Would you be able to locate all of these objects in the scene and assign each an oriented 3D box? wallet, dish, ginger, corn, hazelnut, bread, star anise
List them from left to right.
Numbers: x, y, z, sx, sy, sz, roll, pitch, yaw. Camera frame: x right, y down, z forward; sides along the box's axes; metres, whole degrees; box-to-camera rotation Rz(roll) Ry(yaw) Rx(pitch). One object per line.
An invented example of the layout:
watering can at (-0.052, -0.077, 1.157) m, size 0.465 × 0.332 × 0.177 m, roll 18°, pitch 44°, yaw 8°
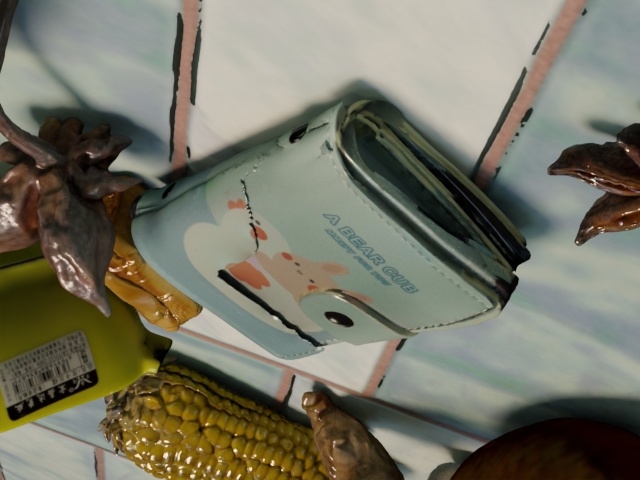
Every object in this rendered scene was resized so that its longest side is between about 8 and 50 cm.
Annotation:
dish at (-0.257, 0.043, 0.996) m, size 0.221 × 0.262 × 0.108 m, roll 42°, pitch 135°, yaw 49°
star anise at (-0.181, -0.066, 0.799) m, size 0.218 × 0.148 × 0.227 m, roll -32°, pitch 151°, yaw 6°
bread at (-0.134, 0.011, 0.976) m, size 0.053 × 0.074 × 0.132 m, roll -10°, pitch 144°, yaw 29°
corn at (-0.073, 0.215, 1.280) m, size 0.317 × 0.115 × 0.115 m, roll 27°, pitch 153°, yaw -14°
wallet at (0.000, 0.000, 0.864) m, size 0.176 × 0.075 × 0.250 m, roll 40°, pitch 148°, yaw -23°
ginger at (0.045, 0.249, 1.124) m, size 0.084 × 0.290 × 0.122 m, roll -30°, pitch 129°, yaw 4°
hazelnut at (0.217, 0.246, 1.043) m, size 0.251 × 0.217 × 0.217 m, roll 22°, pitch 163°, yaw 48°
star anise at (0.197, -0.028, 0.698) m, size 0.141 × 0.042 × 0.141 m, roll 15°, pitch 150°, yaw 9°

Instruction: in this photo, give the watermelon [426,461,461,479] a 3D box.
watermelon at (0.166, 0.332, 1.220) m, size 0.387 × 0.258 × 0.228 m, roll -31°, pitch 174°, yaw 11°
